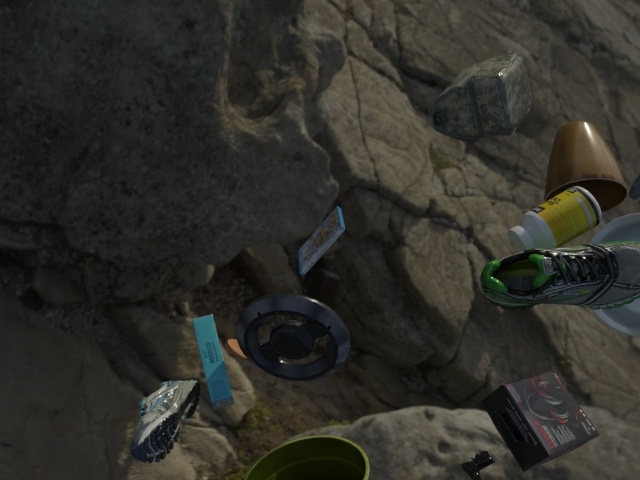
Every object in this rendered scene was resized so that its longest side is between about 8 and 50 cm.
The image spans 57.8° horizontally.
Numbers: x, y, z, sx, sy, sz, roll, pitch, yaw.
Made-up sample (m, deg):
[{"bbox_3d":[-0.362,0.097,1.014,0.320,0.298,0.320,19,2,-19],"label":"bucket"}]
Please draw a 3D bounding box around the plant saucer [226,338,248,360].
[{"bbox_3d":[-0.215,0.292,1.558,0.084,0.083,0.013,34,97,-18],"label":"plant saucer"}]

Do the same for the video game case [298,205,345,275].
[{"bbox_3d":[0.000,0.000,1.468,0.015,0.166,0.119,33,22,-21],"label":"video game case"}]

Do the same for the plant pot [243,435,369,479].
[{"bbox_3d":[-0.008,0.821,1.667,0.367,0.367,0.352,-25,109,-39],"label":"plant pot"}]

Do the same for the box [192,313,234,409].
[{"bbox_3d":[-0.301,0.340,1.626,0.060,0.100,0.244,-14,64,-13],"label":"box"}]

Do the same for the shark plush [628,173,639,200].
[{"bbox_3d":[0.436,-0.118,0.711,0.067,0.161,0.073,14,40,21],"label":"shark plush"}]

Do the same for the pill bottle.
[{"bbox_3d":[0.515,-0.036,1.285,0.184,0.103,0.103,-29,87,-4],"label":"pill bottle"}]

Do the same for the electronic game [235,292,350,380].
[{"bbox_3d":[-0.055,0.195,1.147,0.229,0.229,0.048,38,32,-15],"label":"electronic game"}]

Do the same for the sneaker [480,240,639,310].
[{"bbox_3d":[0.491,0.074,1.152,0.146,0.344,0.134,30,51,-62],"label":"sneaker"}]

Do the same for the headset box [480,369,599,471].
[{"bbox_3d":[0.612,0.506,1.640,0.293,0.110,0.218,0,49,-37],"label":"headset box"}]

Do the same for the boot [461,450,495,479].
[{"bbox_3d":[0.534,0.753,1.930,0.099,0.121,0.045,-24,96,-7],"label":"boot"}]

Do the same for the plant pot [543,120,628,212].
[{"bbox_3d":[0.820,-0.239,1.827,0.237,0.237,0.254,20,61,-27],"label":"plant pot"}]

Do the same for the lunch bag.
[{"bbox_3d":[0.511,-0.456,1.864,0.305,0.256,0.212,-47,128,-44],"label":"lunch bag"}]

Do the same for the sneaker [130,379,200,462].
[{"bbox_3d":[-0.414,0.454,1.470,0.283,0.122,0.110,-52,145,-67],"label":"sneaker"}]

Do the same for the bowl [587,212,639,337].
[{"bbox_3d":[0.809,0.085,1.416,0.134,0.298,0.297,4,68,-39],"label":"bowl"}]
